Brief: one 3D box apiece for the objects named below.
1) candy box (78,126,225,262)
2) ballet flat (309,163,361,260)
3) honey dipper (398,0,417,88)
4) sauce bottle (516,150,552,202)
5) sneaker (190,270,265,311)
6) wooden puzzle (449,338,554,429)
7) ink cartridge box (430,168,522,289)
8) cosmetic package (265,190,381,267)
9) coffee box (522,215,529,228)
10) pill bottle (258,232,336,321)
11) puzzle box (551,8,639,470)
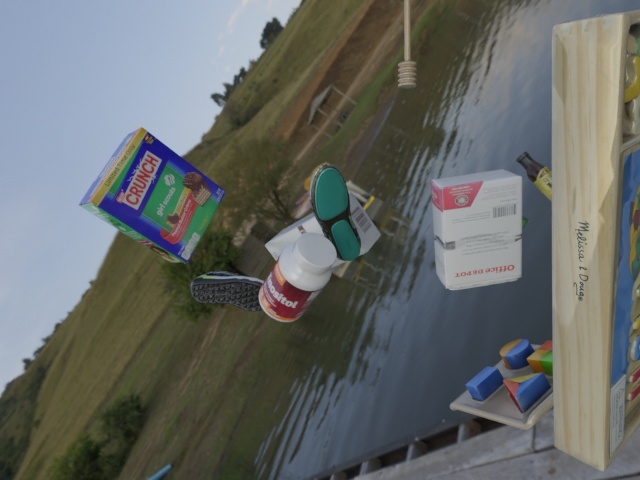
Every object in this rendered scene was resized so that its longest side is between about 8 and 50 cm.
[{"bbox_3d":[-0.476,-0.124,1.351,0.122,0.317,0.268,-7,53,47],"label":"candy box"},{"bbox_3d":[0.017,-0.048,0.761,0.070,0.070,0.188,-65,-33,-48],"label":"ballet flat"},{"bbox_3d":[0.140,-0.327,0.739,0.030,0.031,0.160,-118,28,-83],"label":"honey dipper"},{"bbox_3d":[0.445,-0.124,0.927,0.042,0.128,0.042,-36,-16,-12],"label":"sauce bottle"},{"bbox_3d":[-0.199,0.103,1.106,0.097,0.235,0.084,-49,-40,-58],"label":"sneaker"},{"bbox_3d":[0.544,0.366,1.268,0.322,0.080,0.348,-31,-2,-22],"label":"wooden puzzle"},{"bbox_3d":[0.316,-0.022,0.941,0.092,0.159,0.217,-98,0,-71],"label":"ink cartridge box"},{"bbox_3d":[0.000,0.000,0.982,0.231,0.117,0.085,-29,10,41],"label":"cosmetic package"},{"bbox_3d":[0.654,-0.099,1.644,0.040,0.113,0.184,-60,4,13],"label":"coffee box"},{"bbox_3d":[-0.036,0.058,0.730,0.152,0.086,0.086,-57,5,43],"label":"pill bottle"},{"bbox_3d":[0.324,-0.013,0.459,0.272,0.408,0.052,-24,24,-31],"label":"puzzle box"}]
